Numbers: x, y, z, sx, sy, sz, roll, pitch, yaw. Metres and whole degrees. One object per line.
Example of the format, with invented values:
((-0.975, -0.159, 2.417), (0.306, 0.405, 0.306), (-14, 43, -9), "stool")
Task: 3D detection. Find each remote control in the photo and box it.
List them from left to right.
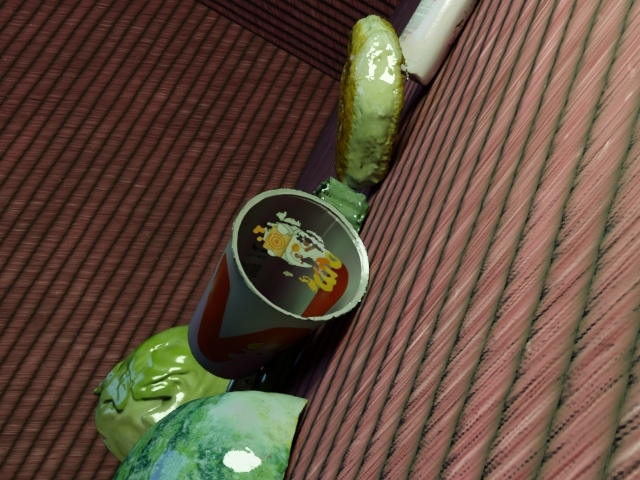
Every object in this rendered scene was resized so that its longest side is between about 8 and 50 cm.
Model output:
((-0.129, 0.250, 1.429), (0.309, 0.038, 0.090), (103, -169, -77), "remote control")

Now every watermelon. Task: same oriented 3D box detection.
((-0.137, 0.299, 1.025), (0.176, 0.256, 0.260), (25, -95, -53), "watermelon")

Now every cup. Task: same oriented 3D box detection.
((-0.082, 0.085, 1.175), (0.288, 0.203, 0.203), (-48, 15, 50), "cup")

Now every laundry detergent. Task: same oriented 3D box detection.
((0.235, -0.436, 1.445), (0.335, 0.087, 0.159), (-60, 9, 9), "laundry detergent")

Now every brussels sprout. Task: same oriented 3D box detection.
((-0.300, 0.315, 1.703), (0.328, 0.247, 0.328), (-48, -11, -13), "brussels sprout")

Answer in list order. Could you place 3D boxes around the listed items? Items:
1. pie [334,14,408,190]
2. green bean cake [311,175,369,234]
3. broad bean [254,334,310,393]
((0.076, -0.245, 1.457), (0.315, 0.092, 0.315), (-176, 90, -83), "pie")
((0.000, 0.000, 1.416), (0.173, 0.094, 0.181), (-65, 8, -23), "green bean cake")
((-0.041, 0.156, 1.293), (0.255, 0.046, 0.065), (-60, 19, 7), "broad bean")
